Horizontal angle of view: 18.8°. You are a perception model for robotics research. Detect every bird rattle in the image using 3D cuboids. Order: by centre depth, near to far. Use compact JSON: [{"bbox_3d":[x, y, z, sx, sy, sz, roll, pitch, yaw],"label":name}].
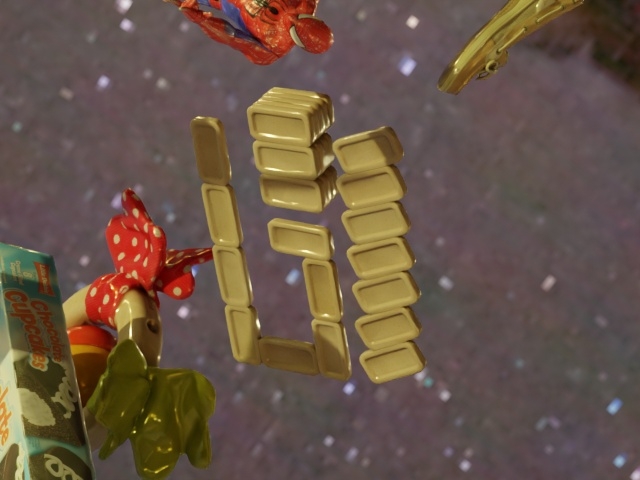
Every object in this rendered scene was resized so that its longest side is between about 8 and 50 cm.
[{"bbox_3d":[-0.192,0.093,1.697,0.143,0.207,0.253,27,-137,-45],"label":"bird rattle"}]

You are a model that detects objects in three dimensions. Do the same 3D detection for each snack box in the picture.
[{"bbox_3d":[-0.250,0.175,1.520,0.060,0.187,0.322,15,-145,-28],"label":"snack box"}]

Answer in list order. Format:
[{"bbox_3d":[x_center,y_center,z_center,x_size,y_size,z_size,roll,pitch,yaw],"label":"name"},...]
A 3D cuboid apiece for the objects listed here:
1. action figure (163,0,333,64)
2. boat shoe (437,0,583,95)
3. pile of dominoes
[{"bbox_3d":[-0.105,-0.220,1.496,0.280,0.091,0.139,33,179,34],"label":"action figure"},{"bbox_3d":[0.166,-0.178,1.707,0.048,0.153,0.056,46,166,-4],"label":"boat shoe"},{"bbox_3d":[0.000,0.000,1.571,0.196,0.251,0.040,10,-146,30],"label":"pile of dominoes"}]
